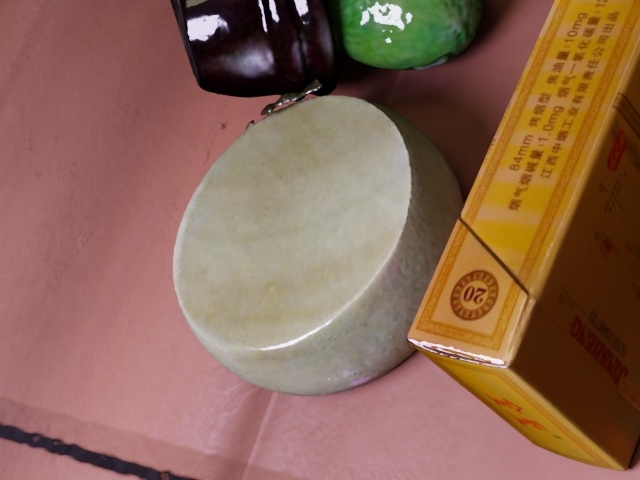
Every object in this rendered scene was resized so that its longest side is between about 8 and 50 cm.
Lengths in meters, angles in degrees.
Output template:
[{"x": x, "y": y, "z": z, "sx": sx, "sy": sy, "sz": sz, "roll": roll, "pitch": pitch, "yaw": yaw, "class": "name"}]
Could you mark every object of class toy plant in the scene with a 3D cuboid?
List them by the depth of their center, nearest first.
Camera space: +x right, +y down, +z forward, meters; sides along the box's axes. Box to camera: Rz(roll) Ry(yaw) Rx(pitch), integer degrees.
[{"x": 0.000, "y": -0.201, "z": 1.075, "sx": 0.235, "sy": 0.175, "sz": 0.218, "roll": -18, "pitch": 42, "yaw": -5, "class": "toy plant"}]

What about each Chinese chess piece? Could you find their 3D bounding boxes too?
[{"x": 0.000, "y": 0.000, "z": 0.989, "sx": 0.237, "sy": 0.092, "sz": 0.238, "roll": -19, "pitch": 53, "yaw": 28, "class": "Chinese chess piece"}]

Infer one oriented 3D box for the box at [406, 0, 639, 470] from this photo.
[{"x": 0.172, "y": -0.019, "z": 0.811, "sx": 0.076, "sy": 0.174, "sz": 0.274, "roll": 12, "pitch": 71, "yaw": 42, "class": "box"}]
